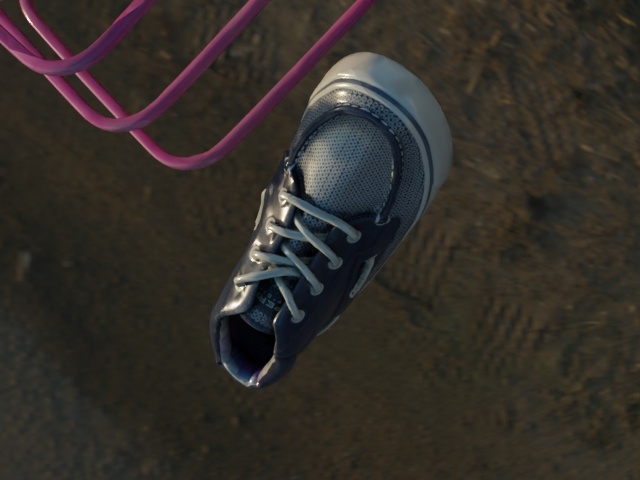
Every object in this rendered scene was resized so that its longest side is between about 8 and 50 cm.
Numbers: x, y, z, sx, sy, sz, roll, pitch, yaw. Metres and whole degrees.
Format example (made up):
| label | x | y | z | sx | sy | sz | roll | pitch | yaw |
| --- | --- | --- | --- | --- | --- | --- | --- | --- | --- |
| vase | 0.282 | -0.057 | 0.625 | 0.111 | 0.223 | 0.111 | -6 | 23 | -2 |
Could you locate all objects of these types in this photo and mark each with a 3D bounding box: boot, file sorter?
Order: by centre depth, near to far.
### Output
| label | x | y | z | sx | sy | sz | roll | pitch | yaw |
| --- | --- | --- | --- | --- | --- | --- | --- | --- | --- |
| boot | 0.000 | 0.000 | 0.790 | 0.069 | 0.190 | 0.086 | 32 | 62 | 9 |
| file sorter | -0.116 | -0.184 | 0.846 | 0.182 | 0.290 | 0.202 | -46 | 60 | 3 |
